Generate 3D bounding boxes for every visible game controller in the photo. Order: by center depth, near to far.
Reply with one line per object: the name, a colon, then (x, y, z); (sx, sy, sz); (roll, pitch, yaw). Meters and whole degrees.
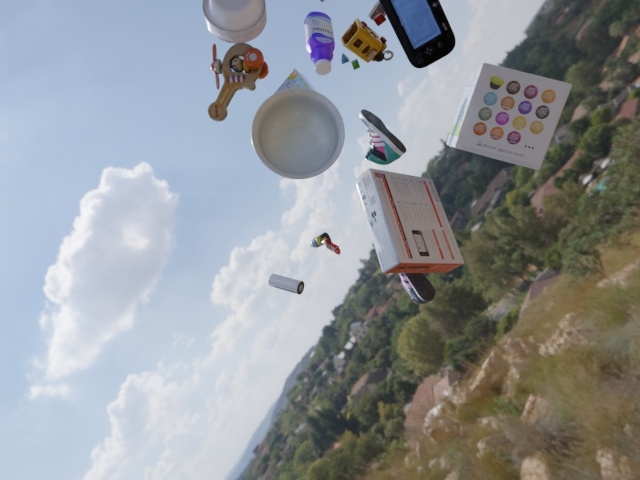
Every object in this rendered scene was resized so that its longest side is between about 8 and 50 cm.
game controller: (0.319, -0.744, 1.509); (0.167, 0.319, 0.067); (-18, 23, 39)

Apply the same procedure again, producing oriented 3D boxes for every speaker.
speaker: (-0.133, 0.167, 1.761); (0.055, 0.136, 0.055); (-36, -48, -53)

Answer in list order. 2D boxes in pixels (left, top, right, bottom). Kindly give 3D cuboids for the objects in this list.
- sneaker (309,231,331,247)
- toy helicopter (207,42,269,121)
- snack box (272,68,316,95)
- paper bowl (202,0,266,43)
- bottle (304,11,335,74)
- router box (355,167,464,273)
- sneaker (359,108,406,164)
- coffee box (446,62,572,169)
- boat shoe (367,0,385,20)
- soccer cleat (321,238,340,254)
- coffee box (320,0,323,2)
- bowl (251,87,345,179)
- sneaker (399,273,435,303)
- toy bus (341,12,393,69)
sneaker: (0.000, 0.000, 2.042); (0.059, 0.053, 0.144); (-30, -8, 28)
toy helicopter: (-0.392, -0.678, 1.937); (0.354, 0.235, 0.140); (-63, -5, 0)
snack box: (-0.119, -0.597, 1.951); (0.207, 0.174, 0.070); (-43, -26, 22)
paper bowl: (-0.388, -1.052, 2.051); (0.284, 0.284, 0.148); (-54, -4, -12)
bottle: (-0.001, -0.800, 1.847); (0.092, 0.118, 0.282); (123, 146, -59)
router box: (0.292, -0.059, 1.487); (0.302, 0.335, 0.082); (3, -28, -35)
sneaker: (0.259, -0.478, 2.207); (0.178, 0.295, 0.124); (-46, -9, 36)
coffee box: (0.751, -0.508, 1.876); (0.338, 0.338, 0.333); (-54, -20, -73)
boat shoe: (0.252, -0.926, 1.796); (0.206, 0.065, 0.075); (-60, 12, -30)
soccer cleat: (0.039, 0.023, 1.631); (0.036, 0.083, 0.029); (-20, 39, 46)
coffee box: (0.043, -1.272, 2.128); (0.247, 0.141, 0.098); (-32, 40, 35)
bowl: (-0.073, -0.330, 1.484); (0.297, 0.298, 0.134); (-55, -2, -7)
sneaker: (0.385, 0.145, 2.042); (0.112, 0.318, 0.131); (-21, -14, -21)
toy bus: (0.175, -0.703, 1.655); (0.190, 0.203, 0.104); (77, -176, -51)
